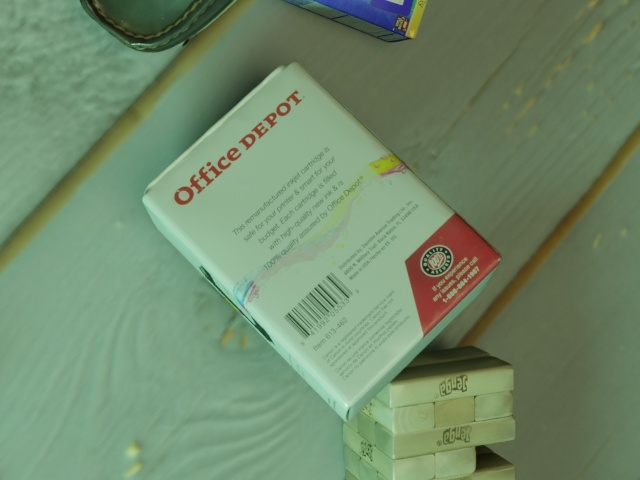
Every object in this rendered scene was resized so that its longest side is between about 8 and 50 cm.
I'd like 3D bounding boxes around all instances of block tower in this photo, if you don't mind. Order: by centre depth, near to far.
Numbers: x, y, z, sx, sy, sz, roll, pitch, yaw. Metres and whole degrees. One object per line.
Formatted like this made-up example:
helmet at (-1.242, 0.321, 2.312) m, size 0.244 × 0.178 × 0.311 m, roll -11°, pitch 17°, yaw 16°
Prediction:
block tower at (0.078, 0.241, 0.813) m, size 0.097 × 0.091 × 0.335 m, roll -5°, pitch 100°, yaw -20°

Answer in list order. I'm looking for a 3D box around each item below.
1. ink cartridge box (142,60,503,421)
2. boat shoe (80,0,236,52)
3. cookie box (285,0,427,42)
ink cartridge box at (0.000, 0.000, 0.716) m, size 0.127 × 0.072 × 0.175 m, roll -43°, pitch 79°, yaw -10°
boat shoe at (-0.038, -0.254, 0.620) m, size 0.132 × 0.130 × 0.355 m, roll 31°, pitch 111°, yaw -4°
cookie box at (0.021, -0.186, 0.753) m, size 0.107 × 0.040 × 0.091 m, roll 17°, pitch 91°, yaw -23°
